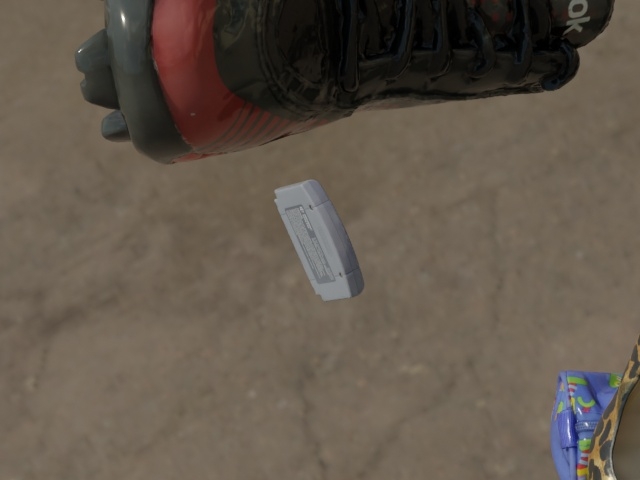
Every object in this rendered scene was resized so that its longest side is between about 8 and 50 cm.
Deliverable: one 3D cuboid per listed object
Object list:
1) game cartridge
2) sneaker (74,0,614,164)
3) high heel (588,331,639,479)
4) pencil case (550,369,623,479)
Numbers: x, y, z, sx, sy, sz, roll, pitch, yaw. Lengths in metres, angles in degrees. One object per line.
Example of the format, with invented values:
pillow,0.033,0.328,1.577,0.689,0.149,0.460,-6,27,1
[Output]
game cartridge,0.000,0.000,1.253,0.017,0.083,0.056,-27,8,-23
sneaker,0.026,-0.091,0.663,0.135,0.098,0.276,2,16,29
high heel,0.265,0.135,1.413,0.093,0.186,0.261,10,68,-1
pencil case,0.348,0.152,1.608,0.306,0.133,0.119,-8,69,8
